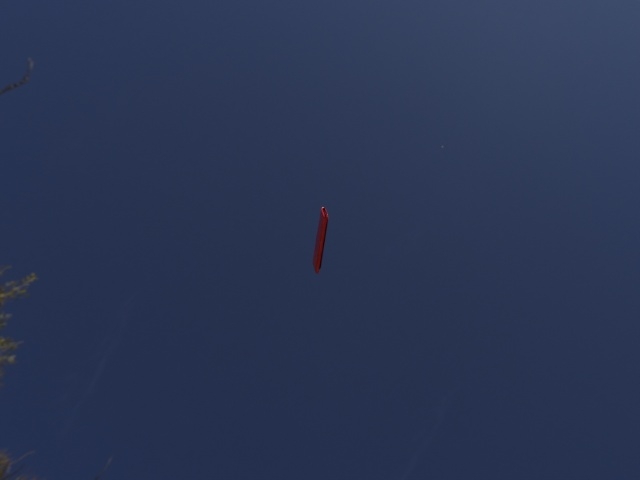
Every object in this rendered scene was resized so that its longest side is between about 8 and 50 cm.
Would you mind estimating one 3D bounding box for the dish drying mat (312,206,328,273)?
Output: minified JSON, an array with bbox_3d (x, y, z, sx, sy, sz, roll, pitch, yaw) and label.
[{"bbox_3d":[0.000,0.000,1.014,0.008,0.032,0.083,1,-62,-13],"label":"dish drying mat"}]
